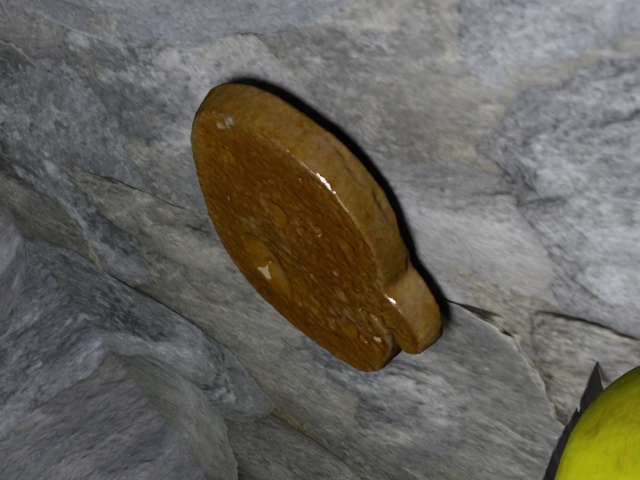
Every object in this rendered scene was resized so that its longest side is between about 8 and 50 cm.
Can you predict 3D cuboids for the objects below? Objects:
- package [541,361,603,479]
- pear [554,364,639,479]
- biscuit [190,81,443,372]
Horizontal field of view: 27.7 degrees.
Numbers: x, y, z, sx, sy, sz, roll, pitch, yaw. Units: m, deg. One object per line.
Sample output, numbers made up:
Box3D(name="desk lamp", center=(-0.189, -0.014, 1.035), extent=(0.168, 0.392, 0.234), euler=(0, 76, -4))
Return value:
Box3D(name="package", center=(0.258, 0.257, 1.089), extent=(0.062, 0.204, 0.251), euler=(-27, 104, 34))
Box3D(name="pear", center=(0.285, 0.199, 0.887), extent=(0.253, 0.253, 0.307), euler=(34, 172, 30))
Box3D(name="biscuit", center=(0.001, -0.001, 1.313), extent=(0.314, 0.063, 0.367), euler=(34, 154, 25))
